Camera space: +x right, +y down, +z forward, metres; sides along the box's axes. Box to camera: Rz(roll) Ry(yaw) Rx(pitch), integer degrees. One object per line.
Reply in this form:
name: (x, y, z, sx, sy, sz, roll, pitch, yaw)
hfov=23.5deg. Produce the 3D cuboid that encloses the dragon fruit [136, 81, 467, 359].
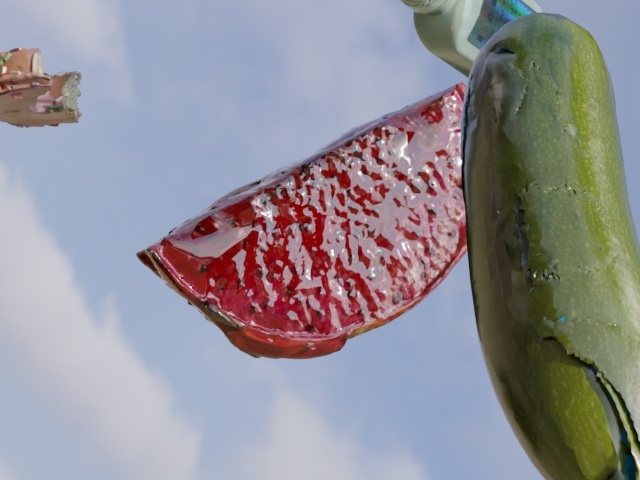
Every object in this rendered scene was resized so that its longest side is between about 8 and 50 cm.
dragon fruit: (0.000, 0.000, 1.143, 0.134, 0.262, 0.211, 64, -12, -10)

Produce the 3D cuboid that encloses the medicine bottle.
medicine bottle: (0.178, -0.268, 1.838, 0.083, 0.121, 0.229, 9, -11, 39)

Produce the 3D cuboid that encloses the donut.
donut: (-0.349, -0.178, 1.808, 0.166, 0.117, 0.065, 62, 21, -76)

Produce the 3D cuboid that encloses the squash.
squash: (0.112, 0.017, 0.705, 0.087, 0.087, 0.332, 76, 7, -49)
